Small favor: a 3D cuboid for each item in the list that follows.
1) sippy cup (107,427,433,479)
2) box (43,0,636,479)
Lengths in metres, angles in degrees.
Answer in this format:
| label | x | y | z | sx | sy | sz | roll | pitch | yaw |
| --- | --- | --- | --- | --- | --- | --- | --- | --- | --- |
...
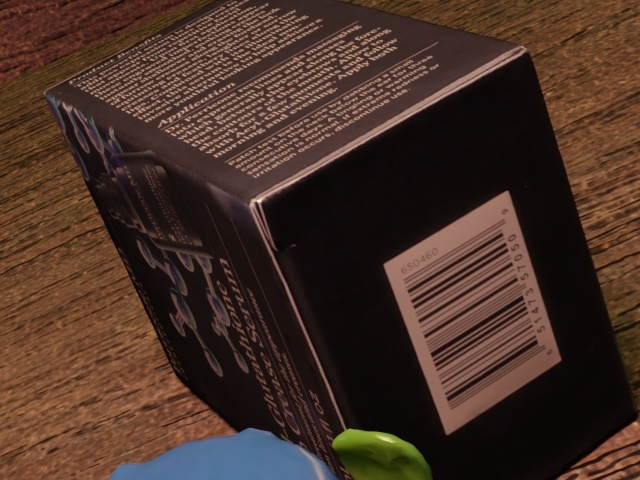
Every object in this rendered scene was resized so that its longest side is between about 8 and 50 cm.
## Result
| label | x | y | z | sx | sy | sz | roll | pitch | yaw |
| --- | --- | --- | --- | --- | --- | --- | --- | --- | --- |
| sippy cup | -0.034 | 0.229 | 0.725 | 0.240 | 0.224 | 0.305 | -20 | 25 | 3 |
| box | 0.000 | 0.000 | 1.055 | 0.212 | 0.293 | 0.395 | -31 | 27 | -17 |
